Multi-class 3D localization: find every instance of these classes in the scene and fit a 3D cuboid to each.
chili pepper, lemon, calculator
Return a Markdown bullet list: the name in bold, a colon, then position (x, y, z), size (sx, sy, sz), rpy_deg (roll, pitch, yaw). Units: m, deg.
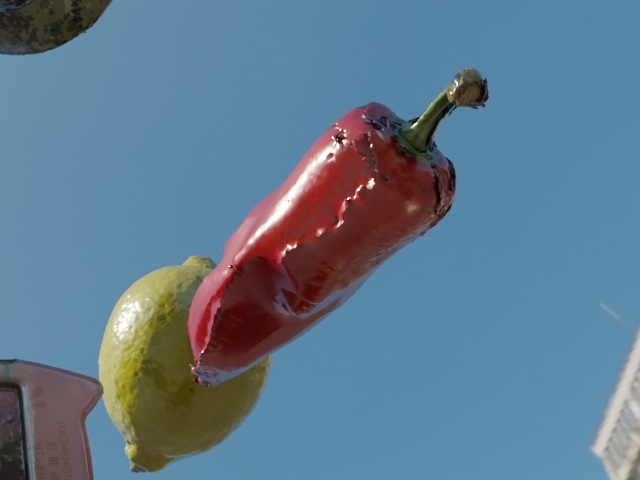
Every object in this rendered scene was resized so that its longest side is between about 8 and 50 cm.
- **chili pepper**: position (0.000, 0.000, 0.829), size (0.110, 0.110, 0.387), rpy_deg (18, -52, -37)
- **lemon**: position (-0.148, 0.134, 1.166), size (0.184, 0.184, 0.249), rpy_deg (27, -110, -39)
- **calculator**: position (-0.322, 0.179, 0.823), size (0.329, 0.220, 0.048), rpy_deg (8, -41, -30)

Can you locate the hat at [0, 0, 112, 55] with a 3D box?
- **hat**: position (-0.299, -0.276, 0.961), size (0.265, 0.128, 0.266), rpy_deg (0, -61, 0)
